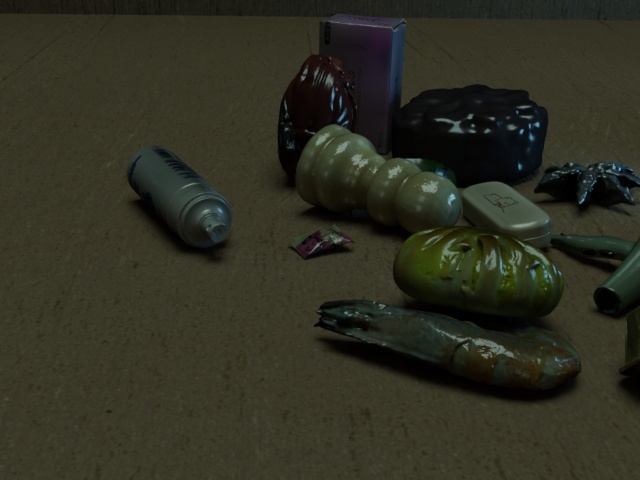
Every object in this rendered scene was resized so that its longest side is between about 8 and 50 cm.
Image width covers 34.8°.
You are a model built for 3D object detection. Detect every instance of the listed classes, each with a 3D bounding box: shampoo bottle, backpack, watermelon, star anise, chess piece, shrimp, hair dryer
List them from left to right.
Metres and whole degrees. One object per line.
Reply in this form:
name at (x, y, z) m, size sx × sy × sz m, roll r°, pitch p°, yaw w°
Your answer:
shampoo bottle at (-0.210, -0.061, 1.561) m, size 0.092 × 0.092 × 0.303 m, roll -10°, pitch 26°, yaw -25°
backpack at (0.000, -0.218, 1.790) m, size 0.138 × 0.229 × 0.229 m, roll 7°, pitch 22°, yaw 4°
chess piece at (0.102, -0.084, 1.593) m, size 0.260 × 0.143 × 0.142 m, roll 22°, pitch 30°, yaw 33°
watermelon at (0.147, -0.087, 1.719) m, size 0.181 × 0.075 × 0.092 m, roll 1°, pitch -22°, yaw -5°
shrimp at (0.151, 0.110, 1.208) m, size 0.316 × 0.062 × 0.164 m, roll 11°, pitch 13°, yaw 19°
star anise at (0.458, -0.097, 1.723) m, size 0.204 × 0.061 × 0.181 m, roll 0°, pitch 22°, yaw -4°
hair dryer at (0.400, 0.034, 1.402) m, size 0.224 × 0.088 × 0.219 m, roll -2°, pitch 22°, yaw 29°

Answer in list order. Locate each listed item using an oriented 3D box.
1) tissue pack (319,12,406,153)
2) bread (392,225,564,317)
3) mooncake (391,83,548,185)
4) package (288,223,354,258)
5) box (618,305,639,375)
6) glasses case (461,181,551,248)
tissue pack at (0.080, -0.301, 1.955) m, size 0.148 × 0.246 × 0.092 m, roll 8°, pitch 23°, yaw 17°
bread at (0.198, 0.037, 1.272) m, size 0.213 × 0.105 × 0.213 m, roll 9°, pitch -1°, yaw 0°
mooncake at (0.271, -0.201, 1.871) m, size 0.283 × 0.141 × 0.283 m, roll -1°, pitch 21°, yaw 0°
package at (0.000, 0.000, 1.502) m, size 0.083 × 0.029 × 0.059 m, roll -20°, pitch 36°, yaw -21°
box at (0.422, 0.118, 1.145) m, size 0.177 × 0.111 × 0.111 m, roll -3°, pitch 23°, yaw -10°
glasses case at (0.284, -0.038, 1.575) m, size 0.083 × 0.050 × 0.196 m, roll -15°, pitch 25°, yaw -12°
